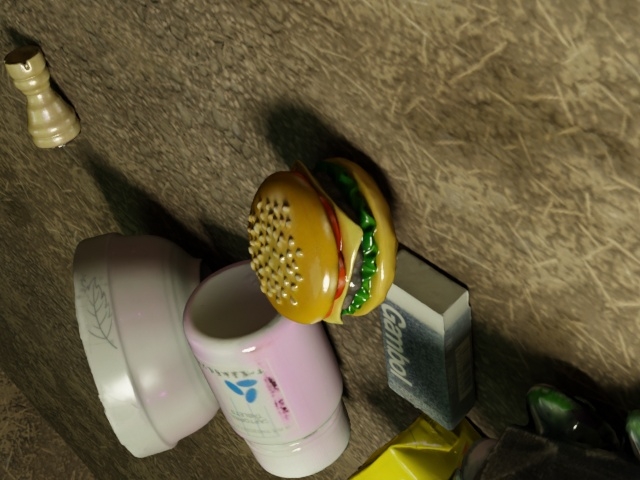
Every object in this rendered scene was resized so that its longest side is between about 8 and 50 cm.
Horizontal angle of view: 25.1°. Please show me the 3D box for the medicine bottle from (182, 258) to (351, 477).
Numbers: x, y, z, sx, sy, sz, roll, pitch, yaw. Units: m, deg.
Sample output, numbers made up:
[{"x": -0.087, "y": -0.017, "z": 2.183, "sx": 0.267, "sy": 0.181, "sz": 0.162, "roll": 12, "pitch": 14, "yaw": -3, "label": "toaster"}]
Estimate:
[{"x": -0.056, "y": 0.155, "z": 1.693, "sx": 0.152, "sy": 0.152, "sz": 0.254, "roll": 26, "pitch": 148, "yaw": 40, "label": "medicine bottle"}]

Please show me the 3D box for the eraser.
[{"x": 0.109, "y": 0.103, "z": 1.458, "sx": 0.092, "sy": 0.046, "sz": 0.212, "roll": 34, "pitch": 153, "yaw": 28, "label": "eraser"}]

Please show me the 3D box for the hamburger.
[{"x": 0.000, "y": 0.000, "z": 1.359, "sx": 0.162, "sy": 0.115, "sz": 0.162, "roll": 26, "pitch": 121, "yaw": 55, "label": "hamburger"}]

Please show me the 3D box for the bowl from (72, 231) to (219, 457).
[{"x": -0.194, "y": 0.117, "z": 1.798, "sx": 0.287, "sy": 0.144, "sz": 0.287, "roll": -15, "pitch": -90, "yaw": -84, "label": "bowl"}]

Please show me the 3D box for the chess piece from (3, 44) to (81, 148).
[{"x": -0.346, "y": -0.179, "z": 1.778, "sx": 0.066, "sy": 0.066, "sz": 0.122, "roll": 24, "pitch": 142, "yaw": 43, "label": "chess piece"}]

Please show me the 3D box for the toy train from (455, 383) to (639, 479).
[{"x": 0.272, "y": 0.268, "z": 1.303, "sx": 0.249, "sy": 0.173, "sz": 0.307, "roll": 49, "pitch": 158, "yaw": -29, "label": "toy train"}]

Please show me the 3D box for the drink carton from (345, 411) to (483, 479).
[{"x": 0.192, "y": 0.354, "z": 1.585, "sx": 0.351, "sy": 0.111, "sz": 0.154, "roll": 49, "pitch": 144, "yaw": 7, "label": "drink carton"}]
